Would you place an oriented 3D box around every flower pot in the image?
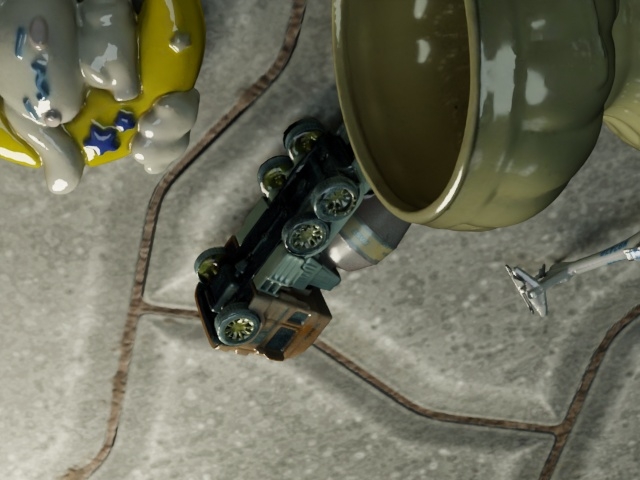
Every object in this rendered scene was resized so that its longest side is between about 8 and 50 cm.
[{"bbox_3d":[0.165,-0.165,1.000,0.244,0.307,0.307,-9,126,-20],"label":"flower pot"}]

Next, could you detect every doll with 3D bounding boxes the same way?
[{"bbox_3d":[-0.214,-0.148,1.064,0.237,0.111,0.252,1,132,-5],"label":"doll"}]

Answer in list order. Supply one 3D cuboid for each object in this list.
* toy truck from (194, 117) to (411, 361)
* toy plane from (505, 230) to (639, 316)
[{"bbox_3d":[0.000,0.000,1.191,0.140,0.108,0.257,21,117,-34],"label":"toy truck"},{"bbox_3d":[0.330,0.002,1.223,0.182,0.107,0.273,44,124,-5],"label":"toy plane"}]
